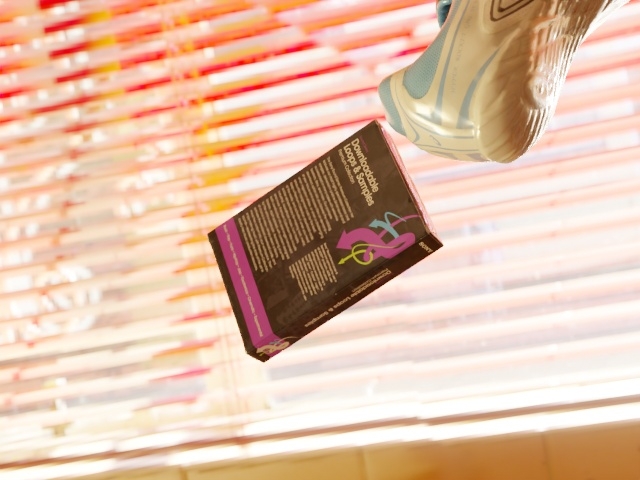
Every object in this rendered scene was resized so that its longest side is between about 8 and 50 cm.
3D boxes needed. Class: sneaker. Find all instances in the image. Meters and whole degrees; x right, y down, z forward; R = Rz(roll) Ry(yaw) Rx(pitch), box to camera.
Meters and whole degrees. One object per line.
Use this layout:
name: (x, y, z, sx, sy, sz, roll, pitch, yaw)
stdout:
sneaker: (0.113, -0.135, 0.617, 0.086, 0.085, 0.237, 21, 59, 32)

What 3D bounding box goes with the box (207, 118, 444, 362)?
box: (0.000, 0.000, 0.888, 0.162, 0.116, 0.029, -34, -38, 17)
